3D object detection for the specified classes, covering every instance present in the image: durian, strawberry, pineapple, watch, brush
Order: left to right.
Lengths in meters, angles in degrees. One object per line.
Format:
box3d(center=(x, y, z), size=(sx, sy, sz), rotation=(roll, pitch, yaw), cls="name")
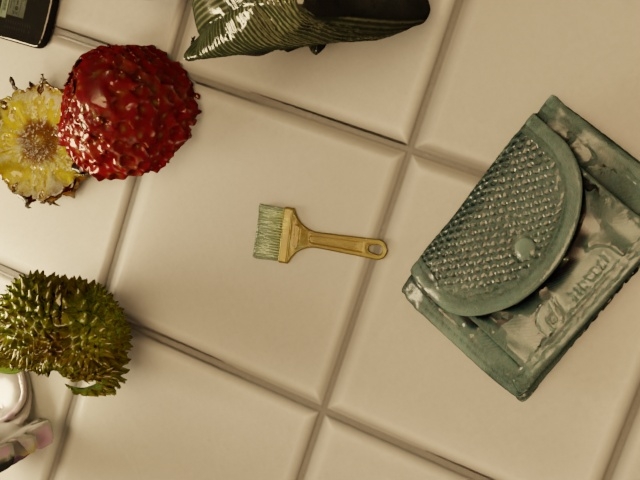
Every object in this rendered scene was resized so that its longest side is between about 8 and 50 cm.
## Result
box3d(center=(-0.541, 0.252, 1.502), size=(0.196, 0.244, 0.231), rotation=(-16, 94, 21), cls="watch")
box3d(center=(-0.442, -0.160, 1.555), size=(0.221, 0.047, 0.221), rotation=(0, 91, 16), cls="pineapple")
box3d(center=(-0.390, 0.137, 1.463), size=(0.237, 0.200, 0.176), rotation=(21, 111, 24), cls="durian")
box3d(center=(-0.311, -0.204, 1.419), size=(0.234, 0.178, 0.234), rotation=(-2, 78, 11), cls="strawberry")
box3d(center=(0.000, 0.000, 1.416), size=(0.205, 0.011, 0.083), rotation=(9, 95, 19), cls="brush")

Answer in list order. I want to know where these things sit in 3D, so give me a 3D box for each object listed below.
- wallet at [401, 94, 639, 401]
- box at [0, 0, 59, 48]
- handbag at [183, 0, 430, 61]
box3d(center=(0.276, 0.011, 1.268), size=(0.237, 0.075, 0.342), rotation=(45, 110, 24), cls="wallet")
box3d(center=(-0.478, -0.380, 1.564), size=(0.125, 0.027, 0.126), rotation=(18, 99, 18), cls="box")
box3d(center=(-0.044, -0.352, 1.262), size=(0.240, 0.341, 0.247), rotation=(-15, 92, 38), cls="handbag")
